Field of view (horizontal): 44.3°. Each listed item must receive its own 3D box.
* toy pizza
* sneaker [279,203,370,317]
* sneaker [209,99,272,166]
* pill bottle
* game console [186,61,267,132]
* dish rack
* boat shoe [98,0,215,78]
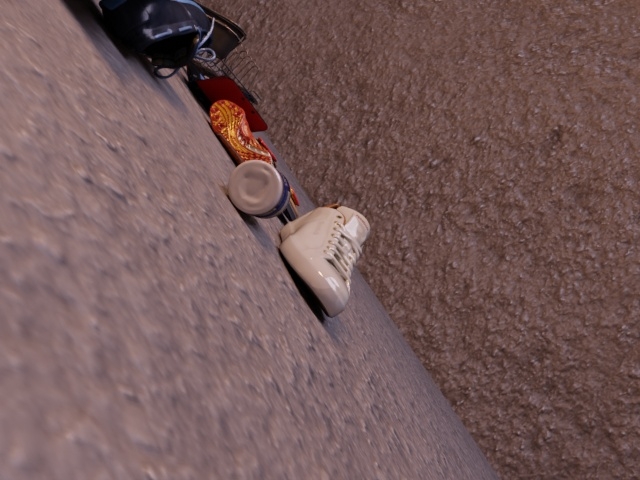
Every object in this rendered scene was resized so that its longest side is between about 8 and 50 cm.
[{"bbox_3d":[-0.086,-0.118,1.421,0.201,0.032,0.201,58,-6,9],"label":"toy pizza"},{"bbox_3d":[0.014,0.006,1.102,0.106,0.123,0.290,56,4,-21],"label":"sneaker"},{"bbox_3d":[-0.137,-0.160,1.307,0.175,0.064,0.067,60,-17,23],"label":"sneaker"},{"bbox_3d":[-0.073,-0.062,0.995,0.067,0.067,0.120,55,3,5],"label":"pill bottle"},{"bbox_3d":[-0.173,-0.268,1.453,0.144,0.085,0.124,52,16,-44],"label":"game console"},{"bbox_3d":[-0.207,-0.355,1.466,0.208,0.074,0.271,34,-4,18],"label":"dish rack"},{"bbox_3d":[-0.206,-0.258,1.024,0.089,0.109,0.258,62,20,1],"label":"boat shoe"}]
